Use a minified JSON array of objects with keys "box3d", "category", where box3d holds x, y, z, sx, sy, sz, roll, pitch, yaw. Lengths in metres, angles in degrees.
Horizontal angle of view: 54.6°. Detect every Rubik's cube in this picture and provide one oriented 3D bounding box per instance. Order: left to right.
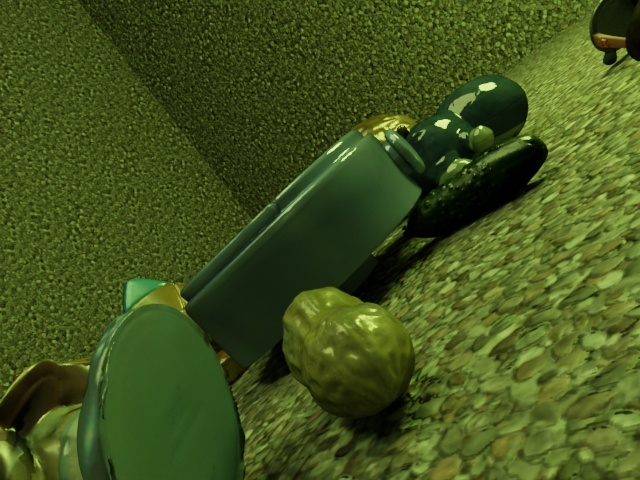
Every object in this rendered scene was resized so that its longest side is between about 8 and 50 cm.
[{"box3d":[-0.263,0.229,1.124,0.254,0.254,0.254,-38,5,4],"category":"Rubik's cube"}]

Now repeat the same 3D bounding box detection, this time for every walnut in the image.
[{"box3d":[0.125,-0.142,1.203,0.213,0.213,0.213,-38,5,4],"category":"walnut"}]

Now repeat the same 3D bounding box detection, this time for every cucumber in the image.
[{"box3d":[0.188,-0.061,0.794,0.227,0.069,0.069,-37,5,40],"category":"cucumber"}]

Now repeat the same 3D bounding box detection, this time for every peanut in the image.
[{"box3d":[0.019,0.088,0.508,0.090,0.099,0.214,-13,2,-13],"category":"peanut"}]

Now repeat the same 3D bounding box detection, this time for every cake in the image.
[{"box3d":[-0.153,0.202,0.979,0.084,0.044,0.084,-36,7,5],"category":"cake"}]

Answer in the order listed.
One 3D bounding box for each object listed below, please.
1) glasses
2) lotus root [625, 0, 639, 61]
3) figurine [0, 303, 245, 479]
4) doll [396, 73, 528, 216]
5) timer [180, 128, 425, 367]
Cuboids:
[{"box3d":[0.567,-0.358,0.934,0.234,0.118,0.268,-36,25,5],"category":"glasses"},{"box3d":[0.332,-0.179,0.502,0.123,0.124,0.241,-48,3,12],"category":"lotus root"},{"box3d":[-0.260,0.218,0.516,0.387,0.248,0.277,-19,12,13],"category":"figurine"},{"box3d":[0.237,-0.168,1.039,0.258,0.154,0.228,-33,-1,-23],"category":"doll"},{"box3d":[0.000,0.000,0.908,0.395,0.173,0.395,-43,2,2],"category":"timer"}]
